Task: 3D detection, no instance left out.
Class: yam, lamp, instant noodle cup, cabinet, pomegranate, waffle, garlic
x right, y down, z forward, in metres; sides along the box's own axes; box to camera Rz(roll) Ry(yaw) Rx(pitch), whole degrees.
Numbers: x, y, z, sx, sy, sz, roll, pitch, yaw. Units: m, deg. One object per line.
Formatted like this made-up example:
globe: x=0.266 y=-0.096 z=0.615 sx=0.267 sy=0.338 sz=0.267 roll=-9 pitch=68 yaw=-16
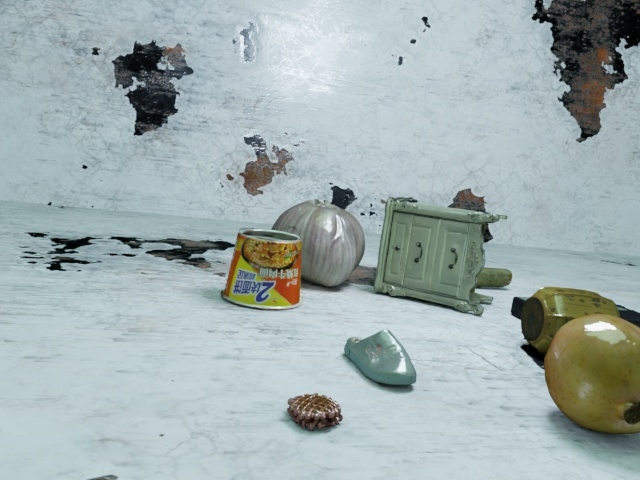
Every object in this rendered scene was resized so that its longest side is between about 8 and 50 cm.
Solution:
yam: x=0.472 y=0.118 z=1.861 sx=0.372 sy=0.083 sz=0.083 roll=4 pitch=9 yaw=-12
lamp: x=0.559 y=0.184 z=1.232 sx=0.185 sy=0.161 sz=0.161 roll=6 pitch=8 yaw=-9
instant noodle cup: x=-0.140 y=0.065 z=1.403 sx=0.214 sy=0.174 sz=0.213 roll=7 pitch=9 yaw=-1
cabinet: x=0.357 y=0.035 z=1.621 sx=0.318 sy=0.289 sz=0.227 roll=12 pitch=9 yaw=26
pomegranate: x=0.457 y=0.211 z=0.868 sx=0.192 sy=0.191 sz=0.191 roll=6 pitch=8 yaw=-1
waffle: x=-0.009 y=0.245 z=0.794 sx=0.075 sy=0.029 sz=0.083 roll=3 pitch=7 yaw=-25
garlic: x=0.000 y=0.000 z=1.685 sx=0.318 sy=0.259 sz=0.317 roll=2 pitch=7 yaw=0

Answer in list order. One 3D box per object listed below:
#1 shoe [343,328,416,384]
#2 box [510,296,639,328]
shoe: x=0.106 y=0.202 z=1.011 sx=0.079 sy=0.078 sz=0.195 roll=4 pitch=5 yaw=-24
box: x=0.726 y=0.210 z=1.514 sx=0.351 sy=0.058 sz=0.211 roll=4 pitch=7 yaw=-15
